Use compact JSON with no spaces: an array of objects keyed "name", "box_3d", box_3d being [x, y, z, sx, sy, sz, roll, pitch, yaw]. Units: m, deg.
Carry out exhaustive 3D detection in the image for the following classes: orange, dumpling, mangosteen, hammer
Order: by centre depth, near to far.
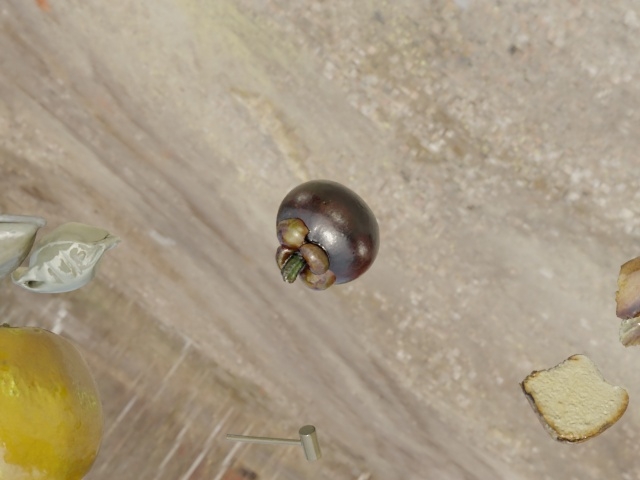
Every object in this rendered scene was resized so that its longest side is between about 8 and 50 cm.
[{"name":"hammer","box_3d":[-0.052,0.215,1.115,0.110,0.019,0.035,0,118,24]},{"name":"mangosteen","box_3d":[0.000,0.000,1.197,0.140,0.140,0.140,34,165,10]},{"name":"orange","box_3d":[-0.394,0.208,1.233,0.279,0.235,0.279,-2,170,0]},{"name":"dumpling","box_3d":[-0.380,0.021,1.596,0.100,0.169,0.134,46,-165,-5]}]

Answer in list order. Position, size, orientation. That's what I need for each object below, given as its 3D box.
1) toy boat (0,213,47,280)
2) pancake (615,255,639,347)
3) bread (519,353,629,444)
[{"name":"toy boat","box_3d":[-0.562,0.020,1.399,0.293,0.111,0.276,24,133,-20]},{"name":"pancake","box_3d":[0.484,0.061,1.294,0.212,0.257,0.056,28,-152,-18]},{"name":"bread","box_3d":[0.354,0.224,1.440,0.126,0.129,0.044,56,164,35]}]
